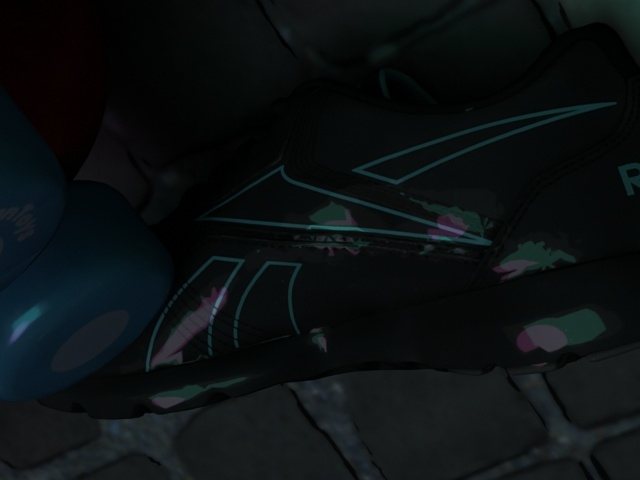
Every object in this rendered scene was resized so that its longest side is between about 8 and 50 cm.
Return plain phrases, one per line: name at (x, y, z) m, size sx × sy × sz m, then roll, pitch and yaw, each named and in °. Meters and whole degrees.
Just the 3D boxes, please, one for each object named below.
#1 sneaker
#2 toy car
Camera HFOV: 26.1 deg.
sneaker at (0.000, 0.000, 0.488) m, size 0.267 × 0.101 × 0.106 m, roll -11°, pitch 91°, yaw 24°
toy car at (-0.082, -0.113, 0.411) m, size 0.238 × 0.210 × 0.219 m, roll -39°, pitch 74°, yaw -2°
